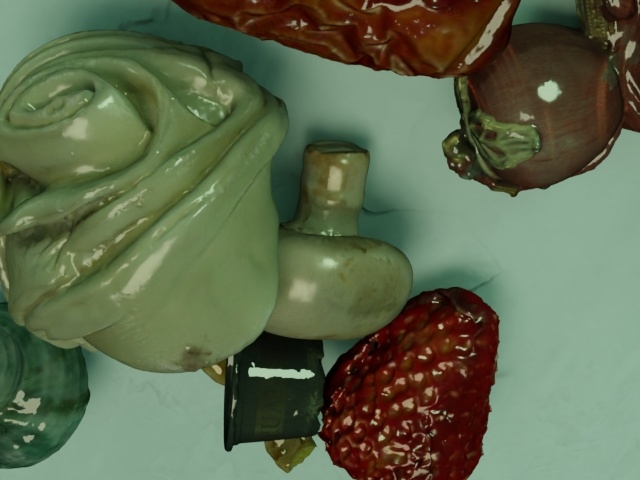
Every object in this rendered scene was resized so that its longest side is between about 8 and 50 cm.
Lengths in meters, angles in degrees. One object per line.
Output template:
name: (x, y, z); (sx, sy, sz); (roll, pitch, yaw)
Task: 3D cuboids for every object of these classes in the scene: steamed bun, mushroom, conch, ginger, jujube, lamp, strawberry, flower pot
steamed bun: (-0.205, -0.046, 1.202); (0.309, 0.324, 0.219); (4, 173, 32)
mushroom: (-0.013, 0.012, 1.318); (0.206, 0.206, 0.209); (-18, 99, 26)
conch: (-0.390, 0.174, 1.553); (0.220, 0.195, 0.277); (15, 162, 14)
ginger: (-0.055, 0.180, 1.522); (0.115, 0.081, 0.205); (-34, 108, 15)
jujube: (0.011, -0.252, 1.073); (0.342, 0.216, 0.216); (22, 130, -1)
lamp: (0.209, -0.148, 1.163); (0.223, 0.151, 0.215); (-32, 132, -16)
strawberry: (0.111, 0.160, 1.400); (0.205, 0.205, 0.244); (25, 116, -6)
flower pot: (-0.051, 0.155, 1.398); (0.106, 0.157, 0.157); (3, 130, -9)
